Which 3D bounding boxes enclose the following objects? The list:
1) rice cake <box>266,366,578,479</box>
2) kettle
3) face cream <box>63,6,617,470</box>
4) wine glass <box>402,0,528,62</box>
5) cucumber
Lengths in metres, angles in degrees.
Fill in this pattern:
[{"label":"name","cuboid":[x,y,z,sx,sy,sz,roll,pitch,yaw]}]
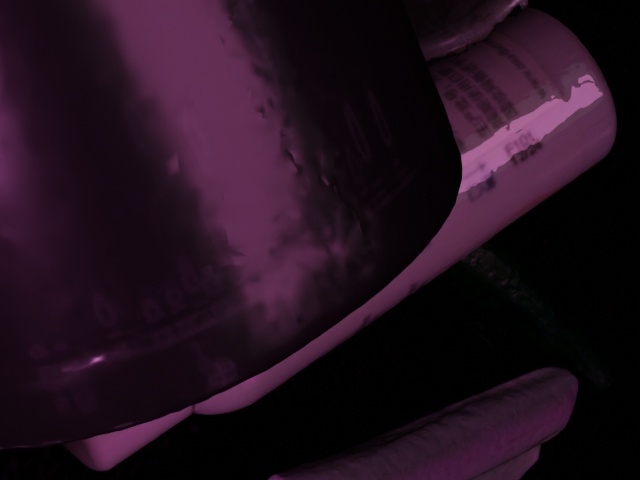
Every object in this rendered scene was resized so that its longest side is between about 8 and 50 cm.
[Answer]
[{"label":"rice cake","cuboid":[0.038,0.114,0.834,0.222,0.042,0.080,-14,151,-46]},{"label":"kettle","cuboid":[-0.125,-0.094,0.534,0.268,0.207,0.290,-28,115,-11]},{"label":"face cream","cuboid":[0.000,0.000,0.727,0.269,0.082,0.082,-34,124,-18]},{"label":"wine glass","cuboid":[-0.003,-0.184,0.683,0.241,0.126,0.126,46,65,-44]},{"label":"cucumber","cuboid":[0.083,0.025,0.880,0.284,0.056,0.056,35,73,-47]}]
